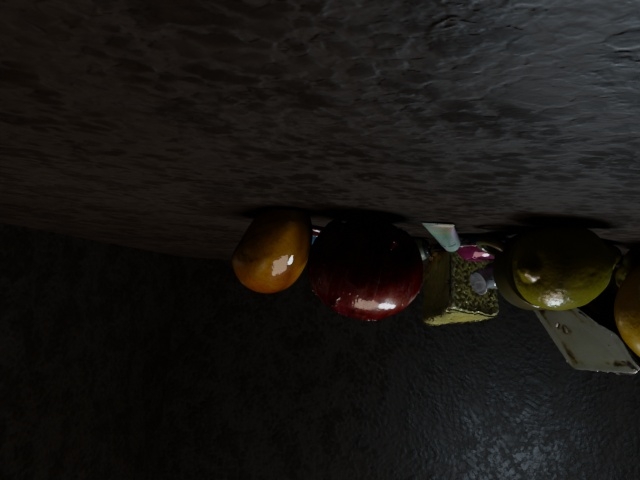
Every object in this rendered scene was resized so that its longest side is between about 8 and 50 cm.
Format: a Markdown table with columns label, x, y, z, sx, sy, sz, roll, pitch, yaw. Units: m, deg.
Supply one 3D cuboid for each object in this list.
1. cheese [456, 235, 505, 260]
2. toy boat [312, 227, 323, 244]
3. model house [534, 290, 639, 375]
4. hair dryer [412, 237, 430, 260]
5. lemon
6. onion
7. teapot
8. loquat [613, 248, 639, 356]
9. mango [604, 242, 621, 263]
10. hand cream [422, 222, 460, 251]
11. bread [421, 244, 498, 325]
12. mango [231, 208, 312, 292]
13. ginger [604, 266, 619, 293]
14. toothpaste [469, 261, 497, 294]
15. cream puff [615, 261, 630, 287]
| label | x | y | z | sx | sy | sz | roll | pitch | yaw |
| --- | --- | --- | --- | --- | --- | --- | --- | --- | --- |
| cheese | 0.439 | 0.018 | 1.739 | 0.155 | 0.062 | 0.244 | 4 | 173 | -12 |
| toy boat | 0.000 | 0.000 | 1.922 | 0.136 | 0.080 | 0.392 | -1 | 175 | 43 |
| model house | 0.900 | 0.238 | 2.104 | 0.282 | 0.297 | 0.317 | -27 | -172 | -34 |
| hair dryer | 0.211 | 0.039 | 2.003 | 0.218 | 0.089 | 0.225 | -10 | -179 | -2 |
| lemon | 0.510 | 0.054 | 1.398 | 0.248 | 0.184 | 0.184 | -3 | 178 | -22 |
| onion | 0.104 | 0.067 | 1.561 | 0.275 | 0.277 | 0.276 | 5 | 175 | 0 |
| teapot | 0.486 | 0.066 | 1.570 | 0.267 | 0.186 | 0.175 | 31 | 171 | 1 |
| loquat | 0.883 | 0.156 | 1.648 | 0.328 | 0.328 | 0.360 | 10 | -144 | -43 |
| mango | 0.678 | 0.044 | 1.663 | 0.111 | 0.090 | 0.163 | -2 | 180 | 45 |
| hand cream | 0.306 | -0.016 | 1.624 | 0.076 | 0.047 | 0.174 | 3 | 166 | 24 |
| bread | 0.373 | 0.133 | 2.062 | 0.315 | 0.249 | 0.279 | -17 | 156 | 40 |
| mango | -0.106 | 0.017 | 1.647 | 0.201 | 0.199 | 0.350 | -21 | 172 | -26 |
| ginger | 0.854 | 0.115 | 2.256 | 0.362 | 0.122 | 0.348 | 17 | 166 | -40 |
| toothpaste | 0.541 | 0.068 | 1.805 | 0.299 | 0.073 | 0.114 | -19 | -177 | -24 |
| cream puff | 1.014 | 0.182 | 1.914 | 0.323 | 0.270 | 0.274 | 8 | 180 | 7 |
